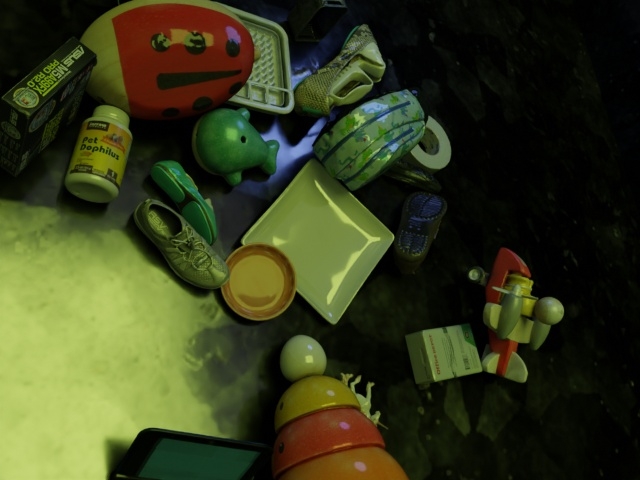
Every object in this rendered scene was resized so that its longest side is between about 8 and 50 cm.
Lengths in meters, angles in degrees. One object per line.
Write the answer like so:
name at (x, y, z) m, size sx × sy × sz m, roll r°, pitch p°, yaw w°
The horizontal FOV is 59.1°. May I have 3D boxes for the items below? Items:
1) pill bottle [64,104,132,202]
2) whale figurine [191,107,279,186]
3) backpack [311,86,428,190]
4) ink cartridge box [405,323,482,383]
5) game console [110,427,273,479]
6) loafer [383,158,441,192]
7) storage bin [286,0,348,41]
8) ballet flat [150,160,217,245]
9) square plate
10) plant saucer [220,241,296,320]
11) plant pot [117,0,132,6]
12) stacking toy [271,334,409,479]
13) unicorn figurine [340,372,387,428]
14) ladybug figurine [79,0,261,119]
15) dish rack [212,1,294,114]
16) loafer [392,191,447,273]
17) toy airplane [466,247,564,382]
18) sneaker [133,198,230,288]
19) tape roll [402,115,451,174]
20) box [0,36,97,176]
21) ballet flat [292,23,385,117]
pill bottle at (-0.510, -0.204, 1.317) m, size 0.117 × 0.117 × 0.214 m, roll 18°, pitch 62°, yaw -27°
whale figurine at (-0.206, -0.252, 1.516) m, size 0.272 × 0.141 × 0.216 m, roll 13°, pitch 83°, yaw -42°
backpack at (0.138, -0.294, 1.634) m, size 0.356 × 0.290 × 0.273 m, roll -10°, pitch 74°, yaw -53°
ink cartridge box at (0.370, 0.340, 1.698) m, size 0.209 × 0.087 × 0.152 m, roll 0°, pitch 71°, yaw -35°
game console at (-0.268, 0.530, 1.140) m, size 0.293 × 0.173 × 0.250 m, roll 19°, pitch 61°, yaw -26°
loafer at (0.303, -0.210, 1.890) m, size 0.223 × 0.078 × 0.076 m, roll 23°, pitch 29°, yaw -18°
storage bin at (-0.012, -0.734, 1.829) m, size 0.122 × 0.180 × 0.084 m, roll -15°, pitch 80°, yaw -37°
ballet flat at (-0.324, -0.104, 1.427) m, size 0.247 × 0.083 × 0.087 m, roll 54°, pitch 38°, yaw -6°
square plate at (0.000, 0.000, 1.588) m, size 0.347 × 0.049 × 0.344 m, roll 43°, pitch 63°, yaw -12°
plant saucer at (-0.160, 0.105, 1.446) m, size 0.200 × 0.037 × 0.199 m, roll 3°, pitch 81°, yaw -21°
plant pot at (-0.442, -0.602, 1.463) m, size 0.166 × 0.165 × 0.234 m, roll -13°, pitch 49°, yaw -17°
stacking toy at (-0.002, 0.447, 1.330) m, size 0.351 × 0.350 × 0.479 m, roll 6°, pitch 49°, yaw -32°
unicorn figurine at (0.110, 0.428, 1.515) m, size 0.162 × 0.060 × 0.111 m, roll 24°, pitch 59°, yaw -5°
ladybug figurine at (-0.354, -0.427, 1.376) m, size 0.450 × 0.304 × 0.161 m, roll -17°, pitch 44°, yaw -17°
dish rack at (-0.225, -0.523, 1.669) m, size 0.286 × 0.072 × 0.332 m, roll 7°, pitch 67°, yaw -31°
loafer at (0.301, -0.029, 1.804) m, size 0.134 × 0.130 × 0.366 m, roll 22°, pitch 43°, yaw 14°
toy airplane at (0.626, 0.256, 1.784) m, size 0.386 × 0.273 × 0.384 m, roll -49°, pitch 121°, yaw -51°
sneaker at (-0.331, 0.012, 1.337) m, size 0.281 × 0.115 × 0.105 m, roll 41°, pitch 71°, yaw -8°
tape roll at (0.352, -0.334, 1.976) m, size 0.219 × 0.072 × 0.219 m, roll 14°, pitch 63°, yaw -29°
box at (-0.588, -0.277, 1.200) m, size 0.060 × 0.270 × 0.216 m, roll 37°, pitch 54°, yaw -15°
ballet flat at (0.098, -0.533, 1.819) m, size 0.182 × 0.164 × 0.482 m, roll 23°, pitch 53°, yaw 21°
